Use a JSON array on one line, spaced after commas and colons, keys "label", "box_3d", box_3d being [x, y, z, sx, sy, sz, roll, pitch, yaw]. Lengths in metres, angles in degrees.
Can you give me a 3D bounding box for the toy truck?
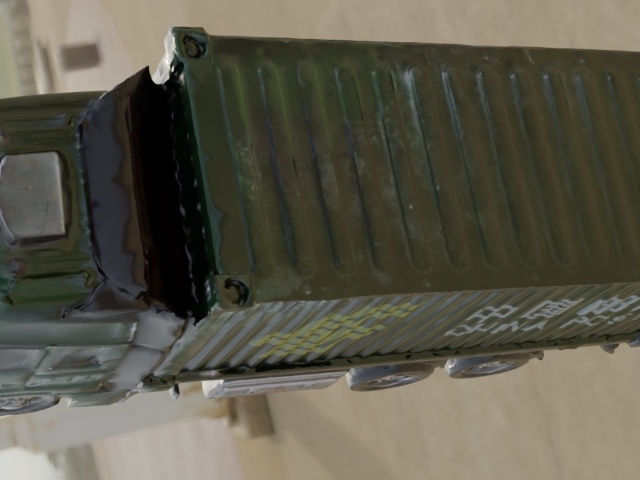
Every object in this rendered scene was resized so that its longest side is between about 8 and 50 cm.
[{"label": "toy truck", "box_3d": [0.000, 0.000, 0.408, 0.121, 0.259, 0.088, 137, 126, -59]}]
